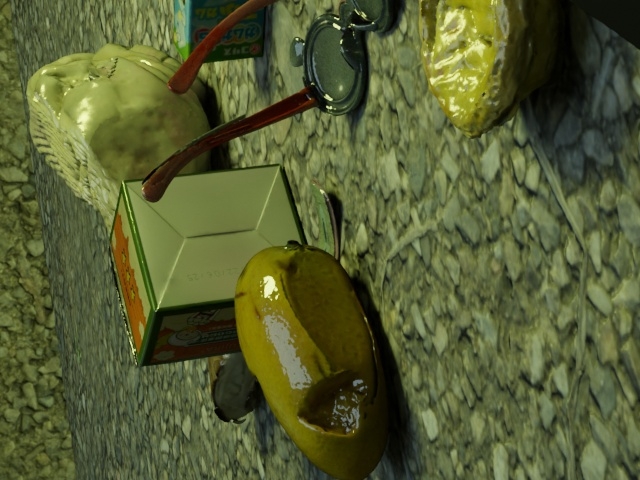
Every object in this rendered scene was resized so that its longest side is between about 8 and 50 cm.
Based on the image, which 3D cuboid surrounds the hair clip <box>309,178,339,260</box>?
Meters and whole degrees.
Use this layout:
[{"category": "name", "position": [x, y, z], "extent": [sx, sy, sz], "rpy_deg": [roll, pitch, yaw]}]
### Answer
[{"category": "hair clip", "position": [0.001, 0.000, 1.809], "extent": [0.054, 0.022, 0.137], "rpy_deg": [-134, 41, -59]}]

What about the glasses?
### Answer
[{"category": "glasses", "position": [-0.065, -0.174, 1.585], "extent": [0.118, 0.268, 0.234], "rpy_deg": [55, 150, 18]}]

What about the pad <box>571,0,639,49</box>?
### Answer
[{"category": "pad", "position": [0.239, -0.176, 1.039], "extent": [0.265, 0.009, 0.159], "rpy_deg": [49, 140, 49]}]

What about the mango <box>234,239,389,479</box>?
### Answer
[{"category": "mango", "position": [-0.007, 0.123, 1.721], "extent": [0.167, 0.130, 0.262], "rpy_deg": [103, 148, -51]}]

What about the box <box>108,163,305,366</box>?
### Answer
[{"category": "box", "position": [-0.128, 0.030, 1.929], "extent": [0.148, 0.195, 0.177], "rpy_deg": [114, 143, -56]}]

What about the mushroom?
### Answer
[{"category": "mushroom", "position": [-0.106, 0.143, 2.101], "extent": [0.210, 0.072, 0.094], "rpy_deg": [109, 158, -53]}]

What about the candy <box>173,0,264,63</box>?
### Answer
[{"category": "candy", "position": [-0.114, -0.305, 1.926], "extent": [0.062, 0.097, 0.194], "rpy_deg": [-127, 34, -50]}]

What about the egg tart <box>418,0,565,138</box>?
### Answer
[{"category": "egg tart", "position": [0.133, -0.171, 1.283], "extent": [0.191, 0.074, 0.191], "rpy_deg": [173, 90, -72]}]

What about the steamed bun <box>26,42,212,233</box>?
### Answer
[{"category": "steamed bun", "position": [-0.250, -0.143, 2.222], "extent": [0.320, 0.206, 0.275], "rpy_deg": [45, 161, 27]}]
